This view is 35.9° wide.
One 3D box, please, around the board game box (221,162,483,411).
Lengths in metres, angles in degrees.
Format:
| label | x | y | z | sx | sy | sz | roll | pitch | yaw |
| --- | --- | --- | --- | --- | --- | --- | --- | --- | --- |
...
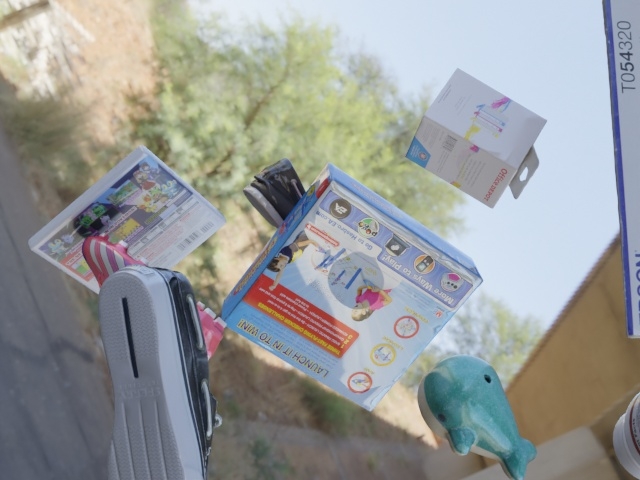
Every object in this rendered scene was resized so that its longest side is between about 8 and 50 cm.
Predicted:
| label | x | y | z | sx | sy | sz | roll | pitch | yaw |
| --- | --- | --- | --- | --- | --- | --- | --- | --- | --- |
| board game box | 0.048 | 0.082 | 1.611 | 0.308 | 0.302 | 0.086 | 33 | 18 | -17 |

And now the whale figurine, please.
| label | x | y | z | sx | sy | sz | roll | pitch | yaw |
| --- | --- | --- | --- | --- | --- | --- | --- | --- | --- |
| whale figurine | 0.320 | 0.336 | 1.913 | 0.272 | 0.216 | 0.141 | 44 | -50 | 6 |

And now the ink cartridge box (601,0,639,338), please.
| label | x | y | z | sx | sy | sz | roll | pitch | yaw |
| --- | --- | --- | --- | --- | --- | --- | --- | --- | --- |
| ink cartridge box | 0.420 | -0.064 | 0.912 | 0.071 | 0.330 | 0.324 | 103 | -12 | -77 |

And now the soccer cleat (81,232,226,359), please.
| label | x | y | z | sx | sy | sz | roll | pitch | yaw |
| --- | --- | --- | --- | --- | --- | --- | --- | --- | --- |
| soccer cleat | -0.225 | 0.076 | 1.220 | 0.248 | 0.095 | 0.083 | 32 | -12 | 27 |

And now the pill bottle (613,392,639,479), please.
| label | x | y | z | sx | sy | sz | roll | pitch | yaw |
| --- | --- | --- | --- | --- | --- | --- | --- | --- | --- |
| pill bottle | 0.420 | 0.206 | 1.106 | 0.121 | 0.121 | 0.216 | 66 | -21 | 18 |

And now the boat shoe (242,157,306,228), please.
| label | x | y | z | sx | sy | sz | roll | pitch | yaw |
| --- | --- | --- | --- | --- | --- | --- | --- | --- | --- |
| boat shoe | 0.000 | 0.000 | 1.731 | 0.335 | 0.095 | 0.112 | 51 | -9 | -26 |

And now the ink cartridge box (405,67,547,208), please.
| label | x | y | z | sx | sy | sz | roll | pitch | yaw |
| --- | --- | --- | --- | --- | --- | --- | --- | --- | --- |
| ink cartridge box | 0.191 | -0.116 | 1.172 | 0.143 | 0.090 | 0.092 | 32 | -29 | 6 |

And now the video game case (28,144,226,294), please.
| label | x | y | z | sx | sy | sz | roll | pitch | yaw |
| --- | --- | --- | --- | --- | --- | --- | --- | --- | --- |
| video game case | -0.256 | -0.013 | 1.330 | 0.183 | 0.201 | 0.023 | 44 | 11 | -45 |

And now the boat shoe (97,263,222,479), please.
| label | x | y | z | sx | sy | sz | roll | pitch | yaw |
| --- | --- | --- | --- | --- | --- | --- | --- | --- | --- |
| boat shoe | -0.160 | 0.190 | 1.095 | 0.119 | 0.121 | 0.335 | -5 | 91 | -57 |
